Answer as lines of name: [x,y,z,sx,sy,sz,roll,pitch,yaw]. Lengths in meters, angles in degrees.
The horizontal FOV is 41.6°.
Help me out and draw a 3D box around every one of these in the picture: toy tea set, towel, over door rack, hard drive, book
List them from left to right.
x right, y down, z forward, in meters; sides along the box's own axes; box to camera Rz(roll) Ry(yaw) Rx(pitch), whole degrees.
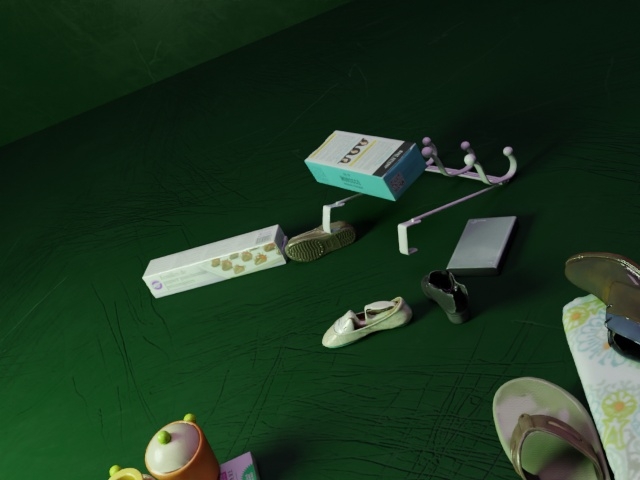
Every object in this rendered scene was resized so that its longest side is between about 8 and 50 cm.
toy tea set: [-0.217,0.396,1.181,0.200,0.124,0.336,-31,40,-5]
book: [-0.158,0.393,1.275,0.144,0.035,0.096,-26,36,1]
over door rack: [0.186,-0.111,1.622,0.324,0.108,0.239,-34,30,-28]
hard drive: [0.288,0.010,1.489,0.094,0.022,0.135,-3,39,35]
towel: [0.495,0.164,1.051,0.321,0.090,0.374,-22,32,16]

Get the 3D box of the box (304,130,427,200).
box: [0.084,-0.148,1.621,0.100,0.060,0.244,-46,34,-18]

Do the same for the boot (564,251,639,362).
boot: [0.385,0.085,1.094,0.106,0.082,0.219,-40,34,-20]

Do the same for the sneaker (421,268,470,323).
sneaker: [0.204,0.076,1.394,0.051,0.089,0.170,-30,32,-3]

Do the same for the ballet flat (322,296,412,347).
ballet flat: [0.074,0.135,1.444,0.168,0.052,0.057,-20,32,13]

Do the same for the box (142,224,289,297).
box: [-0.222,0.046,1.791,0.324,0.063,0.067,-16,32,19]

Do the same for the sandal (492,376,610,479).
sandal: [0.292,0.273,1.034,0.120,0.086,0.302,-31,33,11]

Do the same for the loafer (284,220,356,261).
loafer: [0.000,0.000,1.699,0.148,0.056,0.050,-14,30,2]
